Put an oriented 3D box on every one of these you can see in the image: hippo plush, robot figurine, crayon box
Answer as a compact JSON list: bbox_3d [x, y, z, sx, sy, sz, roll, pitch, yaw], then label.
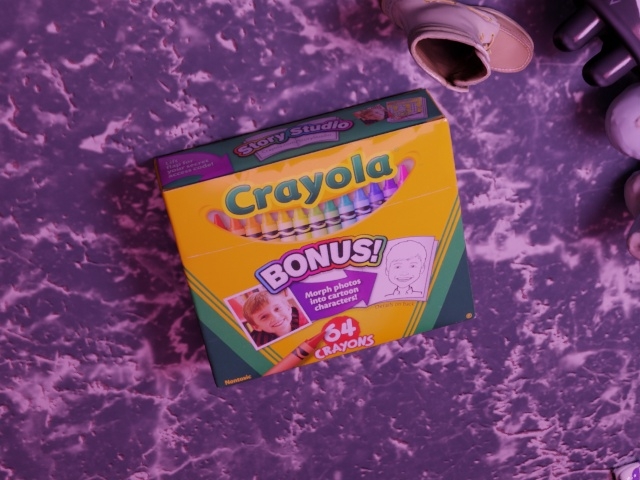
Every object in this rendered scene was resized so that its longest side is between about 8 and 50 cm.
[{"bbox_3d":[0.498,-0.117,1.821,0.294,0.234,0.236,-28,125,5],"label":"hippo plush"},{"bbox_3d":[0.412,-0.303,1.710,0.278,0.173,0.209,-40,132,6],"label":"robot figurine"},{"bbox_3d":[0.000,0.000,1.844,0.363,0.106,0.313,-15,124,-5],"label":"crayon box"}]

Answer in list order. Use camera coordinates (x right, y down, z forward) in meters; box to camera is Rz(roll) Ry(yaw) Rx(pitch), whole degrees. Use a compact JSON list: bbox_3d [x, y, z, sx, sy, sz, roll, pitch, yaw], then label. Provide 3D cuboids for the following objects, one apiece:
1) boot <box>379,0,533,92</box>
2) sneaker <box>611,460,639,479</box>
[{"bbox_3d":[0.181,-0.229,1.708,0.213,0.165,0.077,20,116,-23],"label":"boot"},{"bbox_3d":[0.520,0.420,2.274,0.071,0.068,0.170,-25,124,-5],"label":"sneaker"}]
